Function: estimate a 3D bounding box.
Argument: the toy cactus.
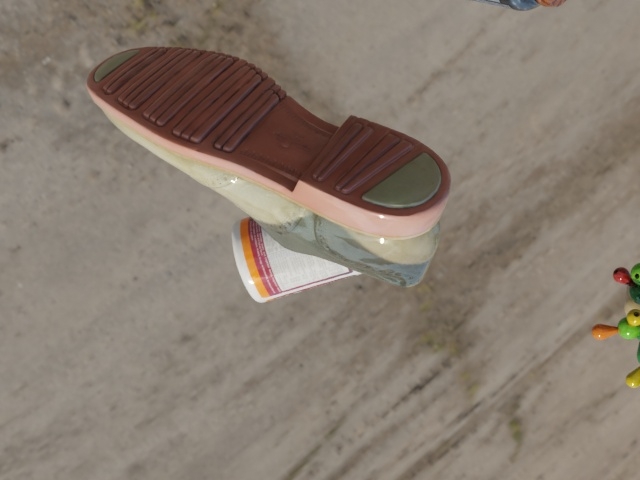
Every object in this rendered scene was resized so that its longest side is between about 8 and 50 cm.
[{"bbox_3d":[0.421,0.114,1.483,0.112,0.180,0.219,-19,113,17],"label":"toy cactus"}]

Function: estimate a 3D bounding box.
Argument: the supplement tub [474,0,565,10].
[{"bbox_3d":[0.211,-0.346,1.375,0.117,0.190,0.117,-32,132,-44],"label":"supplement tub"}]

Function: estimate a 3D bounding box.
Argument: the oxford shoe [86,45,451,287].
[{"bbox_3d":[-0.065,-0.066,1.092,0.140,0.397,0.146,-44,151,-33],"label":"oxford shoe"}]

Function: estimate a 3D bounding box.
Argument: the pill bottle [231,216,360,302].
[{"bbox_3d":[0.000,0.000,1.545,0.221,0.121,0.121,-17,154,9],"label":"pill bottle"}]
